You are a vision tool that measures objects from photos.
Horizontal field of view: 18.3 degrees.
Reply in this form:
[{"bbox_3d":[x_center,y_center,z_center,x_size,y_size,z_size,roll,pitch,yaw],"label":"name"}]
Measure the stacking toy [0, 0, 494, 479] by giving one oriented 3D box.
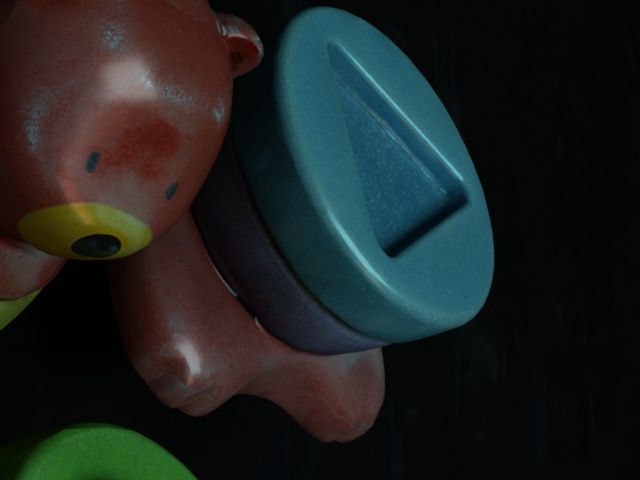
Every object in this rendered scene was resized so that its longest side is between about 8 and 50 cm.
[{"bbox_3d":[-0.015,0.034,0.662,0.309,0.130,0.279,5,63,-58],"label":"stacking toy"}]
